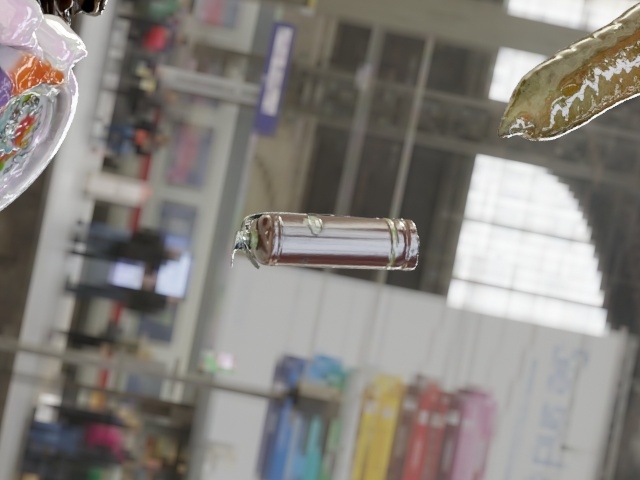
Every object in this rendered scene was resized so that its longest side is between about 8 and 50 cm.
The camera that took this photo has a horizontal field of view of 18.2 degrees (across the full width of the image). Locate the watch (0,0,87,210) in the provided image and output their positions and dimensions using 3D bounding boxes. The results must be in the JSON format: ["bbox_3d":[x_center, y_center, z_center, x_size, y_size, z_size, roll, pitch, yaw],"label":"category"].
[{"bbox_3d":[-0.306,-0.130,1.362,0.244,0.231,0.196,-34,157,-41],"label":"watch"}]

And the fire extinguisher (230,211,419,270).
[{"bbox_3d":[0.000,0.000,1.605,0.043,0.158,0.064,111,-26,-43],"label":"fire extinguisher"}]

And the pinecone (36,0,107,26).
[{"bbox_3d":[-0.269,-0.261,1.692,0.272,0.224,0.224,-53,168,-37],"label":"pinecone"}]

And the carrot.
[{"bbox_3d":[0.245,-0.150,1.240,0.070,0.342,0.070,55,-16,24],"label":"carrot"}]
